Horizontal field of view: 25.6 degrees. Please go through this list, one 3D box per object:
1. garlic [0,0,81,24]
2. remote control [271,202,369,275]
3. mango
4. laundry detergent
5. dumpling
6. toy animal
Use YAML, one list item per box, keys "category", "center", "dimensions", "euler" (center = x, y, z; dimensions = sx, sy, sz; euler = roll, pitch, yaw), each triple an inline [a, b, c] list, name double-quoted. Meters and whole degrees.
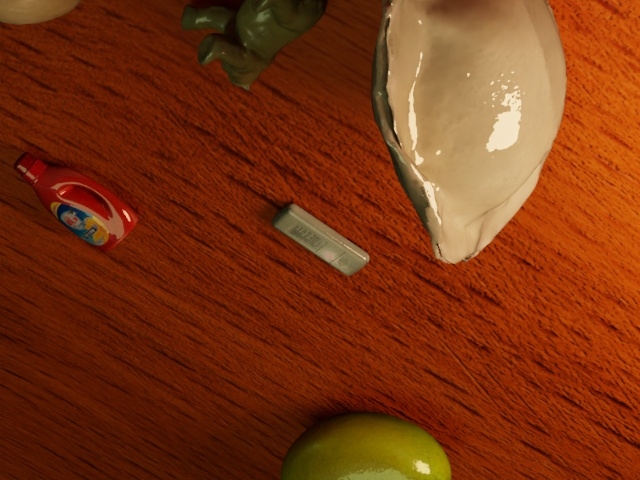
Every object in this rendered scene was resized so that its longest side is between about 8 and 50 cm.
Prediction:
- category: "garlic"
  center: [-0.266, -0.320, 1.343]
  dimensions: [0.203, 0.184, 0.281]
  euler: [19, 132, -38]
- category: "remote control"
  center: [0.000, 0.000, 1.712]
  dimensions: [0.124, 0.018, 0.053]
  euler: [34, 142, -13]
- category: "mango"
  center: [0.056, 0.323, 1.979]
  dimensions: [0.185, 0.149, 0.273]
  euler: [40, 136, -9]
- category: "laundry detergent"
  center: [-0.317, -0.056, 1.799]
  dimensions: [0.165, 0.049, 0.097]
  euler: [39, 135, -17]
- category: "dumpling"
  center: [0.124, -0.117, 1.287]
  dimensions: [0.181, 0.260, 0.341]
  euler: [24, 140, 11]
- category: "toy animal"
  center: [-0.066, -0.217, 1.431]
  dimensions: [0.101, 0.103, 0.219]
  euler: [15, 146, -30]
